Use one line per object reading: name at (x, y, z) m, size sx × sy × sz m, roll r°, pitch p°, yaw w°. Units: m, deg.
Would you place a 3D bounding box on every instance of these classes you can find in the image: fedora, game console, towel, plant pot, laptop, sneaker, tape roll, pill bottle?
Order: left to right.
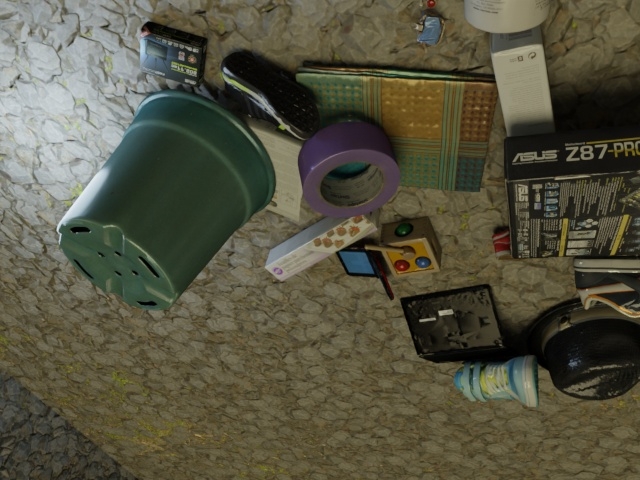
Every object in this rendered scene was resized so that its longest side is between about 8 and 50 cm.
plant pot at (-0.313, -0.064, 1.256) m, size 0.342 × 0.334 × 0.341 m, roll 18°, pitch 142°, yaw 15°
sneaker at (-0.097, -0.265, 1.203) m, size 0.235 × 0.084 × 0.097 m, roll 43°, pitch 152°, yaw 11°
tape roll at (0.054, -0.133, 1.219) m, size 0.189 × 0.080 × 0.189 m, roll -7°, pitch 142°, yaw -5°
game console at (0.106, 0.080, 1.502) m, size 0.085 × 0.124 × 0.144 m, roll -25°, pitch 145°, yaw 3°
towel at (0.143, -0.216, 1.242) m, size 0.371 × 0.040 × 0.271 m, roll 5°, pitch 136°, yaw 8°
laptop at (0.368, 0.228, 1.654) m, size 0.235 × 0.136 × 0.264 m, roll -13°, pitch 105°, yaw 26°
sneaker at (0.446, 0.359, 1.612) m, size 0.209 × 0.127 × 0.319 m, roll 0°, pitch 162°, yaw 14°
pill bottle at (0.276, -0.433, 0.911) m, size 0.131 × 0.131 × 0.229 m, roll 2°, pitch 136°, yaw 13°
sneaker at (0.425, 0.009, 1.396) m, size 0.119 × 0.066 × 0.042 m, roll 4°, pitch 155°, yaw -37°
fedora at (0.674, 0.287, 1.528) m, size 0.335 × 0.152 × 0.333 m, roll 8°, pitch 137°, yaw 7°
sneaker at (0.688, 0.089, 1.285) m, size 0.321 × 0.126 × 0.127 m, roll -2°, pitch 95°, yaw 41°

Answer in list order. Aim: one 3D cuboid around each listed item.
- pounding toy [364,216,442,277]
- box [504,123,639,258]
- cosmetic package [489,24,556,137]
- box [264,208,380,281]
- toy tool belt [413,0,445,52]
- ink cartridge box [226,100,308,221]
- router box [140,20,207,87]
pounding toy at (0.188, 0.018, 1.421) m, size 0.130 × 0.100 × 0.141 m, roll -10°, pitch 131°, yaw 24°
box at (0.502, -0.071, 1.143) m, size 0.319 × 0.097 × 0.395 m, roll -1°, pitch 159°, yaw 19°
cosmetic package at (0.353, -0.255, 1.086) m, size 0.086 × 0.117 × 0.231 m, roll -6°, pitch 132°, yaw 21°
box at (0.000, 0.000, 1.482) m, size 0.324 × 0.067 × 0.063 m, roll -30°, pitch 121°, yaw 36°
toy tool belt at (0.184, -0.364, 1.065) m, size 0.052 × 0.051 × 0.083 m, roll 7°, pitch 136°, yaw 8°
ink cartridge box at (-0.111, -0.162, 1.330) m, size 0.189 × 0.066 × 0.232 m, roll 23°, pitch 148°, yaw 12°
router box at (-0.283, -0.356, 1.211) m, size 0.123 × 0.038 × 0.092 m, roll 16°, pitch 137°, yaw -1°
